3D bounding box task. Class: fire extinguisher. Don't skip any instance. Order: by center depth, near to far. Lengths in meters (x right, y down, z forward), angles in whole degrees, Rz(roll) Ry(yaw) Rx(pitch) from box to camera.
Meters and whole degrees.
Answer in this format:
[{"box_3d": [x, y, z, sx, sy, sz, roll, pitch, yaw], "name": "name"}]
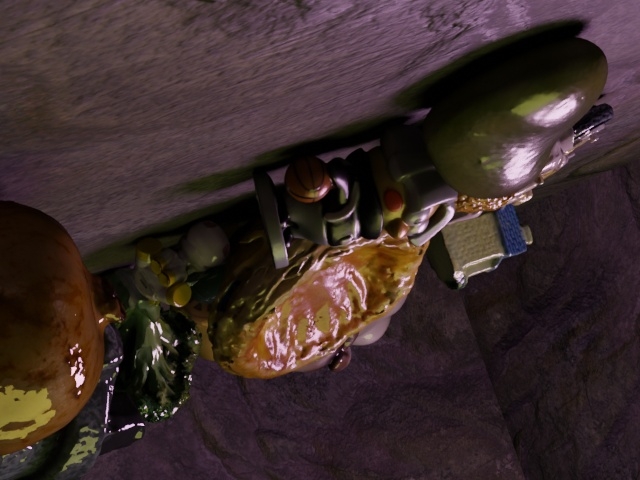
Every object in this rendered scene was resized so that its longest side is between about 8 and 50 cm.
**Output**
[{"box_3d": [-0.108, 0.022, 1.846, 0.311, 0.095, 0.114, -23, -158, 48], "name": "fire extinguisher"}]

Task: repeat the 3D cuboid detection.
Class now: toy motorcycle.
[{"box_3d": [0.310, -0.115, 1.779, 0.223, 0.108, 0.341, -26, 173, -34], "name": "toy motorcycle"}]

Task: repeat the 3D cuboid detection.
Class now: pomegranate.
[{"box_3d": [-0.285, 0.073, 0.938, 0.248, 0.248, 0.248, -19, 175, -2], "name": "pomegranate"}]

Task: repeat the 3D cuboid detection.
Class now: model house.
[{"box_3d": [0.299, -0.028, 2.130, 0.189, 0.214, 0.195, -19, 173, -4], "name": "model house"}]

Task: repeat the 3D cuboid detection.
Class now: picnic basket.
[{"box_3d": [-0.216, 0.034, 1.745, 0.065, 0.083, 0.083, -11, 135, -17], "name": "picnic basket"}]

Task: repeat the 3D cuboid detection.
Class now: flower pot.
[{"box_3d": [-0.361, 0.160, 1.276, 0.299, 0.299, 0.283, -23, 166, 40], "name": "flower pot"}, {"box_3d": [-0.205, 0.119, 2.110, 0.195, 0.195, 0.179, -19, 163, -3], "name": "flower pot"}]

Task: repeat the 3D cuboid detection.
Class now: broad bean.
[{"box_3d": [0.202, -0.140, 1.190, 0.189, 0.121, 0.263, -13, 159, -22], "name": "broad bean"}]

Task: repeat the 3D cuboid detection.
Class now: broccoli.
[{"box_3d": [-0.336, 0.172, 1.840, 0.308, 0.308, 0.275, -14, 149, -44], "name": "broccoli"}]

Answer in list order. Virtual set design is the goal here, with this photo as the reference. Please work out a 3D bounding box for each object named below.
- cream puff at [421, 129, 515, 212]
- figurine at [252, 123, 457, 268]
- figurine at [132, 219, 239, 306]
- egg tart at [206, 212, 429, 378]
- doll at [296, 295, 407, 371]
[{"box_3d": [0.203, -0.100, 1.444, 0.189, 0.129, 0.189, -15, 175, -1], "name": "cream puff"}, {"box_3d": [0.044, -0.057, 1.313, 0.236, 0.133, 0.176, -13, 159, -5], "name": "figurine"}, {"box_3d": [-0.188, 0.020, 1.580, 0.178, 0.109, 0.129, -39, 177, -19], "name": "figurine"}, {"box_3d": [-0.012, 0.049, 1.655, 0.388, 0.169, 0.388, -25, 151, -15], "name": "egg tart"}, {"box_3d": [0.020, 0.126, 2.109, 0.215, 0.226, 0.370, -46, 176, 38], "name": "doll"}]
